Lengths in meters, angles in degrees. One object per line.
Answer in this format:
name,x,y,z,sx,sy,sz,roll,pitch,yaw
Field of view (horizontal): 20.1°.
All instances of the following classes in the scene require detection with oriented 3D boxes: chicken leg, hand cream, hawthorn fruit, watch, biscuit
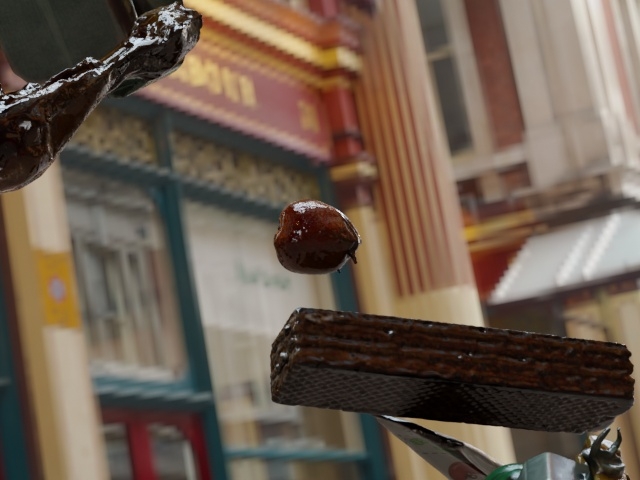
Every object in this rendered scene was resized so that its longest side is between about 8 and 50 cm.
chicken leg,-0.219,-0.126,1.599,0.304,0.093,0.113,-35,16,-30
hand cream,0.183,0.266,2.029,0.121,0.076,0.336,12,-18,40
hawthorn fruit,0.000,0.000,1.904,0.093,0.081,0.081,13,-9,12
watch,-0.246,-0.280,2.013,0.162,0.253,0.241,-13,19,25
biscuit,0.141,0.140,1.899,0.388,0.073,0.107,8,-29,-15

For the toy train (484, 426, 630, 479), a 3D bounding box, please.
toy train,0.238,0.380,1.728,0.249,0.429,0.178,22,17,0
